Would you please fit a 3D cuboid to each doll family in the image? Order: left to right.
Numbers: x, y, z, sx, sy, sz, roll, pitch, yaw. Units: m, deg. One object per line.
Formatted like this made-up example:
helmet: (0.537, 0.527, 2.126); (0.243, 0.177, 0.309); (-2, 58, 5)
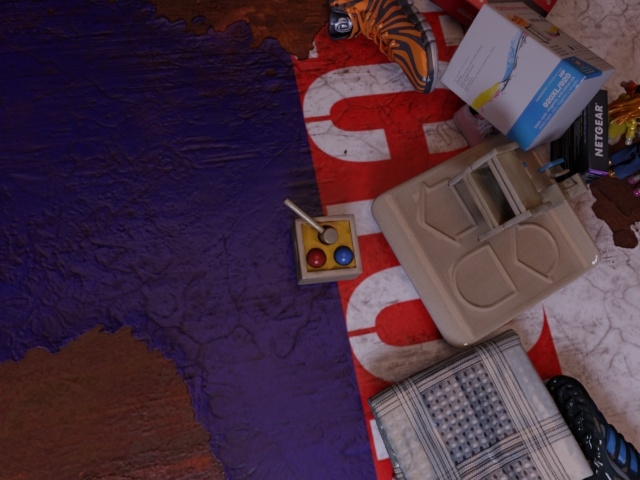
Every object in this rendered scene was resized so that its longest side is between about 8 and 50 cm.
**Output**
doll family: (0.645, -0.205, 1.093); (0.118, 0.163, 0.263); (-16, 80, -13)

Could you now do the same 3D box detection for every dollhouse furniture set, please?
dollhouse furniture set: (0.358, -0.099, 0.975); (0.183, 0.129, 0.129); (-20, 79, -33)

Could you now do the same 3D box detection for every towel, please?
towel: (0.277, 0.356, 0.906); (0.312, 0.056, 0.324); (-21, 79, -14)

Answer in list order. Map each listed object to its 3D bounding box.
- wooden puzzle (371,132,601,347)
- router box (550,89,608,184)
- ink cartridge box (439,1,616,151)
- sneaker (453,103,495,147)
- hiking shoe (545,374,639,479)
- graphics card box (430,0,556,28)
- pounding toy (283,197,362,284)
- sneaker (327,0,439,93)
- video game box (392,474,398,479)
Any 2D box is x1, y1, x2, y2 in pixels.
wooden puzzle: (0.315, -0.010, 1.041); (0.347, 0.080, 0.322); (-28, 82, -10)
router box: (0.524, -0.199, 1.088); (0.046, 0.133, 0.179); (9, 76, -7)
ink cartridge box: (0.389, -0.319, 1.022); (0.171, 0.168, 0.233); (-23, 62, -41)
sneaker: (0.332, -0.226, 1.096); (0.051, 0.070, 0.134); (-35, 85, -17)
hiking shoe: (0.510, 0.387, 0.974); (0.132, 0.113, 0.304); (-8, 69, -42)
graphics card box: (0.433, -0.616, 1.141); (0.232, 0.094, 0.371); (35, 89, -4)
pounding toy: (0.000, 0.000, 0.969); (0.130, 0.100, 0.141); (-5, 77, -11)
sneaker: (0.113, -0.422, 1.094); (0.180, 0.125, 0.321); (-16, 69, -9)
video game box: (0.257, 0.453, 0.930); (0.205, 0.048, 0.187); (-24, 79, -14)
